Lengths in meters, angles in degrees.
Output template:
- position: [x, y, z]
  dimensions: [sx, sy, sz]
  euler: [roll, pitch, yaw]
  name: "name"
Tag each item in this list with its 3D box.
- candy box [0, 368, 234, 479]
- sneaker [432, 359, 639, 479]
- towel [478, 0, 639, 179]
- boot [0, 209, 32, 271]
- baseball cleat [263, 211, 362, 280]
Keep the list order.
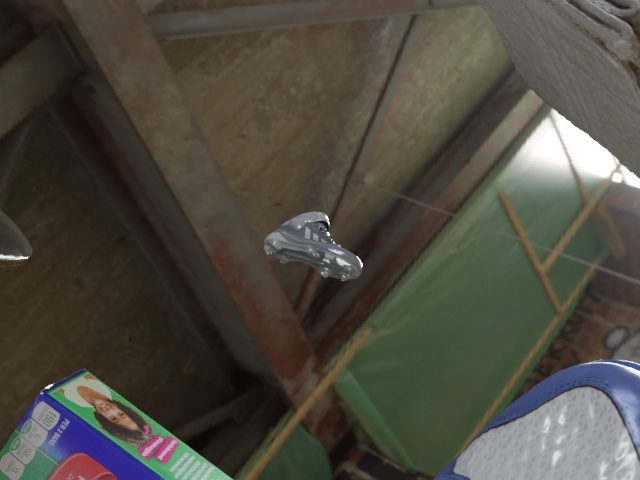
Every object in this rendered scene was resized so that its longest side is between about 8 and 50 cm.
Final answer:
- position: [-0.208, 0.336, 0.918]
  dimensions: [0.268, 0.317, 0.122]
  euler: [-56, -2, 9]
  name: "candy box"
- position: [0.015, 0.153, 0.281]
  dimensions: [0.131, 0.112, 0.296]
  euler: [38, -94, -37]
  name: "sneaker"
- position: [0.195, -0.137, 0.662]
  dimensions: [0.049, 0.187, 0.282]
  euler: [-45, -30, 7]
  name: "towel"
- position: [-0.386, 0.007, 0.779]
  dimensions: [0.115, 0.112, 0.305]
  euler: [-49, -20, 15]
  name: "boot"
- position: [0.000, 0.000, 1.432]
  dimensions: [0.109, 0.206, 0.072]
  euler: [-49, -45, -28]
  name: "baseball cleat"
